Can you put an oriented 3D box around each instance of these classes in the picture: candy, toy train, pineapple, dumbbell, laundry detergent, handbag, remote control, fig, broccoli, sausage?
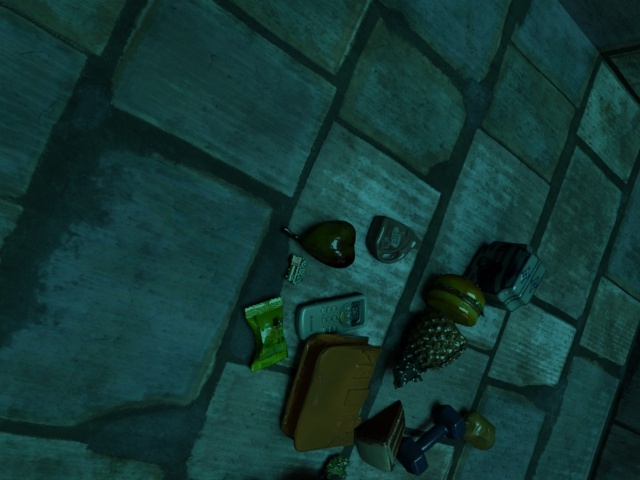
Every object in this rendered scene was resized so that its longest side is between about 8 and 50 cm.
[{"bbox_3d":[-0.178,0.321,1.546,0.149,0.069,0.246,-14,105,-31],"label":"candy"},{"bbox_3d":[-0.087,0.102,1.585,0.064,0.044,0.103,19,84,-28],"label":"toy train"},{"bbox_3d":[0.413,0.463,1.855,0.357,0.223,0.222,-42,116,-9],"label":"pineapple"},{"bbox_3d":[0.472,0.852,1.967,0.325,0.160,0.144,-27,142,-25],"label":"dumbbell"},{"bbox_3d":[0.289,0.015,1.782,0.237,0.076,0.171,24,85,-33],"label":"laundry detergent"},{"bbox_3d":[0.042,0.547,1.659,0.304,0.116,0.409,11,99,-35],"label":"handbag"},{"bbox_3d":[0.046,0.278,1.682,0.297,0.056,0.140,-6,99,-31],"label":"remote control"},{"bbox_3d":[0.001,-0.001,1.579,0.275,0.146,0.169,12,89,-18],"label":"fig"},{"bbox_3d":[0.062,0.883,1.758,0.097,0.092,0.095,11,105,-49],"label":"broccoli"},{"bbox_3d":[0.737,0.891,2.145,0.241,0.120,0.136,47,62,-26],"label":"sausage"}]

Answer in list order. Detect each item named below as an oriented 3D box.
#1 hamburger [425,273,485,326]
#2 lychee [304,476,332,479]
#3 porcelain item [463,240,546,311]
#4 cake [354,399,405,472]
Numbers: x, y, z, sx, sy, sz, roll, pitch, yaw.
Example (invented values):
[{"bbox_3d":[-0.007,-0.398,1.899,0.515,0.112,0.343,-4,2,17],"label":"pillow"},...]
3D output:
[{"bbox_3d":[0.571,0.237,1.893,0.246,0.246,0.169,40,74,-29],"label":"hamburger"},{"bbox_3d":[-0.007,1.038,1.587,0.380,0.380,0.432,-45,143,-18],"label":"lychee"},{"bbox_3d":[0.789,0.147,1.976,0.157,0.286,0.281,42,77,-26],"label":"porcelain item"},{"bbox_3d":[0.246,0.794,1.879,0.262,0.160,0.158,-41,121,-59],"label":"cake"}]
